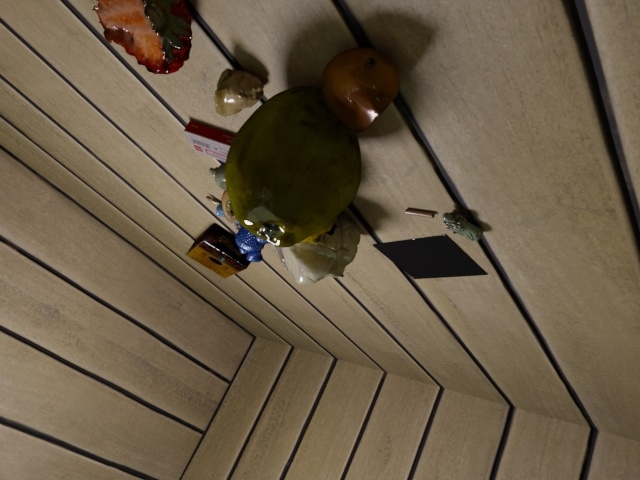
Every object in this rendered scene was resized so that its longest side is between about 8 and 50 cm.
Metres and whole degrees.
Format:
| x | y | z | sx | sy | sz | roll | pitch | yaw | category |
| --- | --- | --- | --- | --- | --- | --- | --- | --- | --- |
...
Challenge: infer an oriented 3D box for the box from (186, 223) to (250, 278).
| x | y | z | sx | sy | sz | roll | pitch | yaw | category |
| --- | --- | --- | --- | --- | --- | --- | --- | --- | --- |
| -0.525 | 0.064 | 2.765 | 0.264 | 0.116 | 0.415 | 36 | 156 | -17 | box |

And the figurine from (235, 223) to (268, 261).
| x | y | z | sx | sy | sz | roll | pitch | yaw | category |
| --- | --- | --- | --- | --- | --- | --- | --- | --- | --- |
| -0.274 | -0.031 | 2.123 | 0.164 | 0.120 | 0.262 | 21 | 126 | 25 | figurine |

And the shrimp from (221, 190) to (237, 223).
| x | y | z | sx | sy | sz | roll | pitch | yaw | category |
| --- | --- | --- | --- | --- | --- | --- | --- | --- | --- |
| -0.336 | -0.155 | 2.115 | 0.052 | 0.144 | 0.251 | -9 | 168 | -30 | shrimp |

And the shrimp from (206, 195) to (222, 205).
| x | y | z | sx | sy | sz | roll | pitch | yaw | category |
| --- | --- | --- | --- | --- | --- | --- | --- | --- | --- |
| -0.439 | -0.172 | 2.297 | 0.114 | 0.023 | 0.083 | 28 | 155 | -17 | shrimp |

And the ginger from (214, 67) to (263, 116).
| x | y | z | sx | sy | sz | roll | pitch | yaw | category |
| --- | --- | --- | --- | --- | --- | --- | --- | --- | --- |
| -0.221 | -0.401 | 1.487 | 0.122 | 0.115 | 0.193 | 11 | 169 | -4 | ginger |

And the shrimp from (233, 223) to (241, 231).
| x | y | z | sx | sy | sz | roll | pitch | yaw | category |
| --- | --- | --- | --- | --- | --- | --- | --- | --- | --- |
| -0.358 | -0.076 | 2.367 | 0.065 | 0.056 | 0.165 | 29 | 154 | 47 | shrimp |

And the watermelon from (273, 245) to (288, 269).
| x | y | z | sx | sy | sz | roll | pitch | yaw | category |
| --- | --- | --- | --- | --- | --- | --- | --- | --- | --- |
| -0.158 | -0.007 | 2.260 | 0.207 | 0.136 | 0.202 | 36 | 153 | 43 | watermelon |

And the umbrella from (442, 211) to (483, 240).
| x | y | z | sx | sy | sz | roll | pitch | yaw | category |
| --- | --- | --- | --- | --- | --- | --- | --- | --- | --- |
| 0.422 | -0.043 | 1.592 | 0.143 | 0.062 | 0.067 | 29 | -171 | -21 | umbrella |

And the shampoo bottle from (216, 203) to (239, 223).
| x | y | z | sx | sy | sz | roll | pitch | yaw | category |
| --- | --- | --- | --- | --- | --- | --- | --- | --- | --- |
| -0.326 | -0.110 | 2.233 | 0.258 | 0.061 | 0.104 | 11 | 141 | 26 | shampoo bottle |

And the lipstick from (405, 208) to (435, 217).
| x | y | z | sx | sy | sz | roll | pitch | yaw | category |
| --- | --- | --- | --- | --- | --- | --- | --- | --- | --- |
| 0.313 | -0.086 | 1.670 | 0.094 | 0.019 | 0.019 | 12 | 153 | 33 | lipstick |

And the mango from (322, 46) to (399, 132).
| x | y | z | sx | sy | sz | roll | pitch | yaw | category |
| --- | --- | --- | --- | --- | --- | --- | --- | --- | --- |
| 0.082 | -0.352 | 1.221 | 0.166 | 0.136 | 0.236 | 45 | 159 | -6 | mango |

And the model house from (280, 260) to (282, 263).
| x | y | z | sx | sy | sz | roll | pitch | yaw | category |
| --- | --- | --- | --- | --- | --- | --- | --- | --- | --- |
| -0.118 | 0.064 | 2.359 | 0.167 | 0.088 | 0.117 | 3 | 148 | 45 | model house |

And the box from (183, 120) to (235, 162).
| x | y | z | sx | sy | sz | roll | pitch | yaw | category |
| --- | --- | --- | --- | --- | --- | --- | --- | --- | --- |
| -0.351 | -0.329 | 1.835 | 0.229 | 0.050 | 0.123 | 20 | 158 | 15 | box |

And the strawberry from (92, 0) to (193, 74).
| x | y | z | sx | sy | sz | roll | pitch | yaw | category |
| --- | --- | --- | --- | --- | --- | --- | --- | --- | --- |
| -0.425 | -0.548 | 1.343 | 0.280 | 0.150 | 0.253 | -4 | 121 | 54 | strawberry |

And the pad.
| x | y | z | sx | sy | sz | roll | pitch | yaw | category |
| --- | --- | --- | --- | --- | --- | --- | --- | --- | --- |
| 0.388 | 0.066 | 1.927 | 0.247 | 0.007 | 0.367 | 39 | 154 | -25 | pad |

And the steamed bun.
| x | y | z | sx | sy | sz | roll | pitch | yaw | category |
| --- | --- | --- | --- | --- | --- | --- | --- | --- | --- |
| 0.000 | 0.000 | 1.859 | 0.275 | 0.320 | 0.206 | -6 | 111 | 20 | steamed bun |

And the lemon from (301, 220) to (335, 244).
| x | y | z | sx | sy | sz | roll | pitch | yaw | category |
| --- | --- | --- | --- | --- | --- | --- | --- | --- | --- |
| -0.074 | -0.131 | 1.676 | 0.260 | 0.284 | 0.260 | -4 | 162 | -1 | lemon |

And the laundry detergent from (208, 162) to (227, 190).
| x | y | z | sx | sy | sz | roll | pitch | yaw | category |
| --- | --- | --- | --- | --- | --- | --- | --- | --- | --- |
| -0.285 | -0.212 | 1.932 | 0.253 | 0.091 | 0.181 | 19 | 166 | 5 | laundry detergent |

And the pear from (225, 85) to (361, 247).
| x | y | z | sx | sy | sz | roll | pitch | yaw | category |
| --- | --- | --- | --- | --- | --- | --- | --- | --- | --- |
| -0.072 | -0.190 | 1.399 | 0.351 | 0.414 | 0.352 | 25 | 171 | 4 | pear |
